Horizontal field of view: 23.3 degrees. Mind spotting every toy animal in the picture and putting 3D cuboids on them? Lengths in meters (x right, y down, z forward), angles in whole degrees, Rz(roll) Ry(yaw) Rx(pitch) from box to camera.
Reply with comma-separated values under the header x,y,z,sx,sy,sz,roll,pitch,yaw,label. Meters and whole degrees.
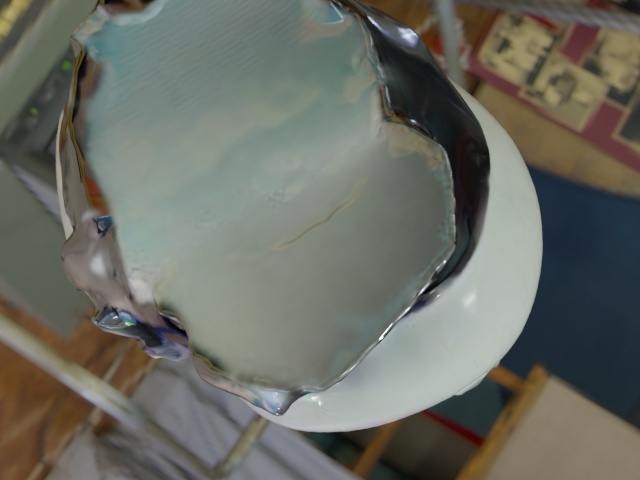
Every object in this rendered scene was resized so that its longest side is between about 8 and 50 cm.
x,y,z,sx,sy,sz,roll,pitch,yaw,label
0.000,0.000,0.534,0.179,0.138,0.166,37,44,-60,toy animal
